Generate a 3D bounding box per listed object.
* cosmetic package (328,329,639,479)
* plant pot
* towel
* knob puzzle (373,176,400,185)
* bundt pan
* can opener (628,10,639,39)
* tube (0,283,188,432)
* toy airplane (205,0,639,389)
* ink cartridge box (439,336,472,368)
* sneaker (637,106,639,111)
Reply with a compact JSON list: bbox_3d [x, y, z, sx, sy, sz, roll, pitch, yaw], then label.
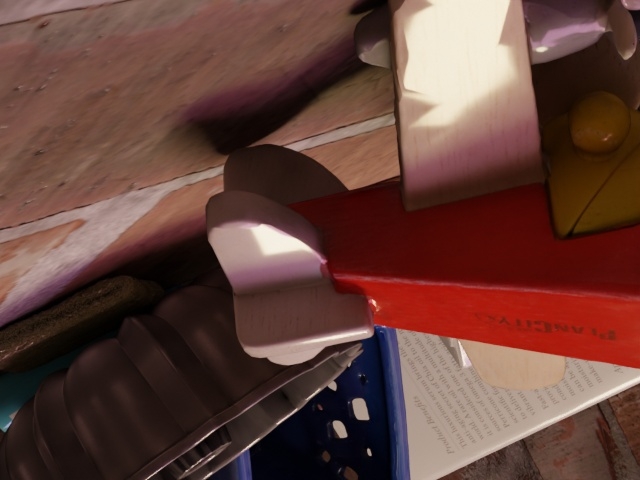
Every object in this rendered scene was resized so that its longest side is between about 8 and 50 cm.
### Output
[{"bbox_3d":[0.212,0.086,1.831,0.453,0.230,0.161,-29,-172,26],"label":"cosmetic package"},{"bbox_3d":[-0.064,0.193,1.680,0.236,0.236,0.212,-19,-160,-41],"label":"plant pot"},{"bbox_3d":[-0.202,0.067,1.302,0.148,0.027,0.110,-26,171,6],"label":"towel"},{"bbox_3d":[0.000,0.000,1.473,0.213,0.030,0.213,-25,171,-4],"label":"knob puzzle"},{"bbox_3d":[-0.131,0.136,1.361,0.331,0.124,0.331,-36,171,-7],"label":"bundt pan"},{"bbox_3d":[0.242,-0.159,1.152,0.186,0.073,0.059,-13,176,-18],"label":"can opener"},{"bbox_3d":[-0.200,0.097,1.432,0.207,0.052,0.080,-32,175,6],"label":"tube"},{"bbox_3d":[0.120,-0.027,1.019,0.384,0.272,0.386,28,152,-23],"label":"toy airplane"},{"bbox_3d":[0.173,0.011,1.561,0.176,0.128,0.127,-25,129,-8],"label":"ink cartridge box"},{"bbox_3d":[0.248,-0.085,1.413,0.131,0.112,0.319,-33,168,26],"label":"sneaker"}]
